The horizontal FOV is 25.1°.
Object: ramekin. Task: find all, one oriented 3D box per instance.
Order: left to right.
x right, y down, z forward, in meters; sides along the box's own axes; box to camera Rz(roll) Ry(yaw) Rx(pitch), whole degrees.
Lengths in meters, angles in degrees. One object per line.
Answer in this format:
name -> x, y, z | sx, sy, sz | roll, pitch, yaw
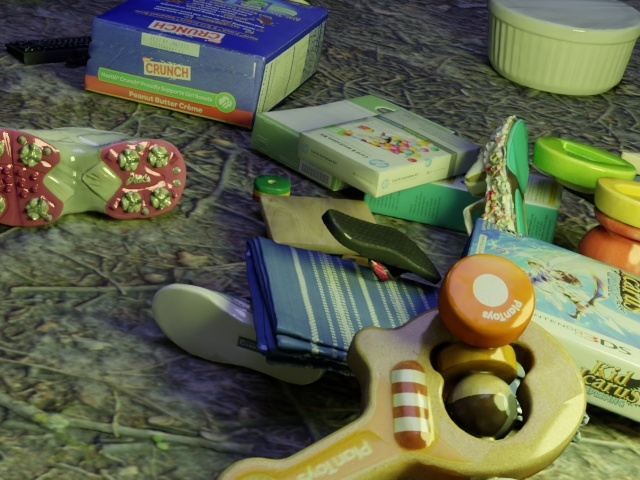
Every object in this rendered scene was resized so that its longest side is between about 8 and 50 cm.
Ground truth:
ramekin -> 0.408, -0.342, 2.457 | 0.273, 0.127, 0.273 | 7, 25, -3

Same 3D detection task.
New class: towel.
towel -> 0.087, 0.095, 1.446 | 0.336, 0.040, 0.243 | 17, 21, -15

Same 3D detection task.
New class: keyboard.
keyboard -> -0.385, -0.296, 2.228 | 0.180, 0.023, 0.108 | -11, 31, -34

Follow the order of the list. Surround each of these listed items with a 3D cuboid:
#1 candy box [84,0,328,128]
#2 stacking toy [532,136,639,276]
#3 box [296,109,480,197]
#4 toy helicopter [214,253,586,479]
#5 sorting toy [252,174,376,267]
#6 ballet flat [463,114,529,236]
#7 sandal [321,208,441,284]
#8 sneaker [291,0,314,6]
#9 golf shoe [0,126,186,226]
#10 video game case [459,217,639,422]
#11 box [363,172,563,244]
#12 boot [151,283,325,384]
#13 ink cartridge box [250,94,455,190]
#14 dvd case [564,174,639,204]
candy box -> -0.164, -0.292, 2.170 | 0.268, 0.122, 0.317 | 16, 24, 13
stacking toy -> 0.400, -0.016, 1.778 | 0.309, 0.130, 0.279 | 6, 19, -32
box -> 0.086, -0.112, 1.809 | 0.186, 0.038, 0.145 | -17, 35, -40
toy helicopter -> 0.073, 0.182, 1.208 | 0.355, 0.140, 0.235 | -24, 67, -22
sorting toy -> 0.000, 0.000, 1.675 | 0.132, 0.046, 0.274 | 3, 25, -12
ballet flat -> 0.209, -0.053, 1.731 | 0.077, 0.091, 0.241 | -10, 48, 20
sandal -> 0.058, 0.012, 1.500 | 0.179, 0.040, 0.067 | 21, 26, -43
sneaker -> -0.126, -0.414, 2.463 | 0.300, 0.121, 0.111 | 9, 39, -50
golf shoe -> -0.320, -0.083, 1.703 | 0.306, 0.115, 0.140 | 3, 14, -26
video game case -> 0.259, 0.079, 1.503 | 0.244, 0.061, 0.269 | 22, 21, 3
box -> 0.183, -0.057, 1.841 | 0.244, 0.060, 0.100 | 12, 26, 8
boot -> -0.072, 0.087, 1.454 | 0.190, 0.069, 0.086 | 23, 21, 11
ink cartridge box -> 0.046, -0.139, 1.985 | 0.171, 0.056, 0.235 | 29, 29, 37
dvd case -> 0.485, -0.067, 2.009 | 0.253, 0.022, 0.180 | -9, 31, -34
